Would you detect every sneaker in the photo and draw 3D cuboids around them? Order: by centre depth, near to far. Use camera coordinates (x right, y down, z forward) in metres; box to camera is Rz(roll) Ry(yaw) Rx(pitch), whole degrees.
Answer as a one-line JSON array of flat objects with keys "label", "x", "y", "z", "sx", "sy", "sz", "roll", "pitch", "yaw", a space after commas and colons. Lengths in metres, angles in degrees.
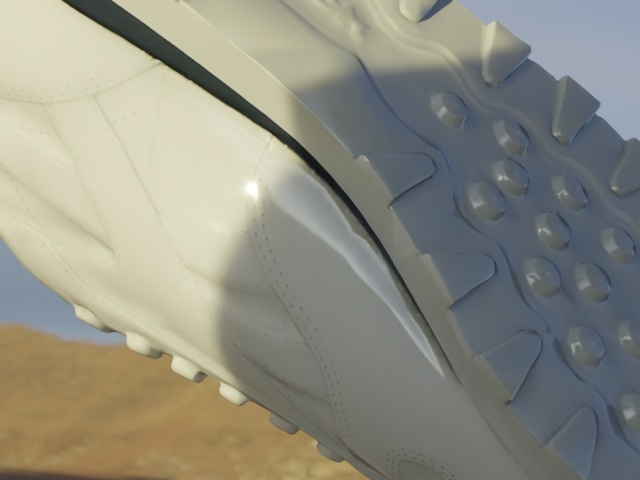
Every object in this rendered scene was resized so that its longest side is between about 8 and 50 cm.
[{"label": "sneaker", "x": 0.000, "y": 0.000, "z": 0.367, "sx": 0.095, "sy": 0.235, "sz": 0.090, "roll": -46, "pitch": -2, "yaw": 37}]
